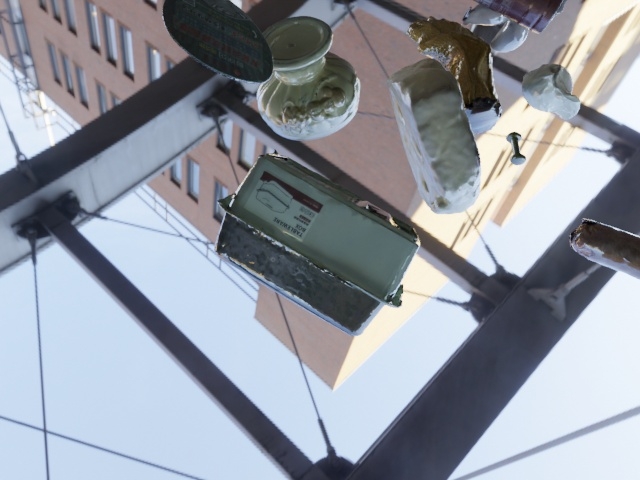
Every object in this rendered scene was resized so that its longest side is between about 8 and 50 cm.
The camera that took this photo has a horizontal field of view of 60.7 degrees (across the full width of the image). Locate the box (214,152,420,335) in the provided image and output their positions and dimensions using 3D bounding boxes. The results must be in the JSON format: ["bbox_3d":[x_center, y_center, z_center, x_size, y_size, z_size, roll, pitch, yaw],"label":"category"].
[{"bbox_3d":[0.000,0.000,0.812,0.290,0.166,0.220,30,-170,3],"label":"box"}]

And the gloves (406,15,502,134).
[{"bbox_3d":[0.337,-0.422,1.338,0.155,0.203,0.356,-26,-115,5],"label":"gloves"}]

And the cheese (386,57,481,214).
[{"bbox_3d":[0.230,-0.213,1.116,0.115,0.326,0.318,-20,-108,7],"label":"cheese"}]

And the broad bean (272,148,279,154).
[{"bbox_3d":[-0.182,-0.119,1.487,0.056,0.098,0.318,8,-112,33],"label":"broad bean"}]

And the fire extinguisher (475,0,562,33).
[{"bbox_3d":[0.329,-0.550,1.120,0.344,0.102,0.138,27,-160,-1],"label":"fire extinguisher"}]

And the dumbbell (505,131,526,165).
[{"bbox_3d":[0.644,-0.303,1.802,0.052,0.046,0.118,23,-128,-27],"label":"dumbbell"}]

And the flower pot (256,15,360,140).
[{"bbox_3d":[-0.049,-0.454,1.519,0.307,0.244,0.307,-8,-127,11],"label":"flower pot"}]

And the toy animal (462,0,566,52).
[{"bbox_3d":[0.468,-0.588,1.211,0.208,0.325,0.154,22,-155,-35],"label":"toy animal"}]

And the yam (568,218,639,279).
[{"bbox_3d":[0.385,0.044,0.553,0.264,0.046,0.046,24,-133,13],"label":"yam"}]

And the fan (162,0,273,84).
[{"bbox_3d":[-0.203,-0.413,1.008,0.223,0.012,0.294,-17,-103,-46],"label":"fan"}]

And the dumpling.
[{"bbox_3d":[0.526,-0.331,1.236,0.134,0.169,0.100,45,-101,-15],"label":"dumpling"}]
